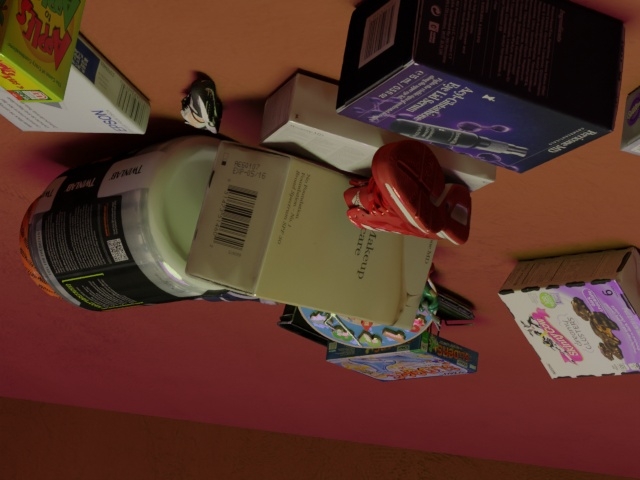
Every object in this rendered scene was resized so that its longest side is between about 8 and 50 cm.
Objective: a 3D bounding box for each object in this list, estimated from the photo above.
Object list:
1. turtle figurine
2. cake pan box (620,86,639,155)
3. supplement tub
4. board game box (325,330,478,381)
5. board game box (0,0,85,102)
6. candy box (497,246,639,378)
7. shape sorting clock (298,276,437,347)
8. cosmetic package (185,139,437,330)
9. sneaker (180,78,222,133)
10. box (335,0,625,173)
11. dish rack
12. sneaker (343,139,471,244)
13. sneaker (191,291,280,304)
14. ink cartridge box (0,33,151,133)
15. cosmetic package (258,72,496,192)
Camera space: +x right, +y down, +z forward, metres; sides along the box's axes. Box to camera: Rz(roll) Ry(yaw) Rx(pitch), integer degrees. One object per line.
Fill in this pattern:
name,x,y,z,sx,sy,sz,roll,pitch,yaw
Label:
turtle figurine,0.066,0.048,1.994,0.175,0.118,0.234,-15,138,24
cake pan box,0.439,-0.114,1.344,0.245,0.070,0.267,15,162,-10
supplement tub,-0.227,-0.014,1.813,0.193,0.194,0.316,23,158,-38
board game box,0.126,0.180,2.289,0.136,0.035,0.201,23,156,-39
board game box,-0.229,-0.212,1.180,0.043,0.181,0.092,2,162,24
candy box,0.361,0.100,1.958,0.196,0.070,0.165,-10,123,46
shape sorting clock,0.067,0.087,2.126,0.206,0.040,0.206,1,136,1
cosmetic package,0.000,0.000,1.683,0.113,0.160,0.309,15,-179,38
sneaker,-0.134,-0.145,1.597,0.043,0.040,0.109,10,163,5
box,0.141,-0.152,1.305,0.207,0.108,0.153,16,161,-20
dish rack,0.094,0.120,2.287,0.271,0.074,0.208,-6,158,40
sneaker,0.067,-0.042,1.532,0.128,0.087,0.221,0,161,25
sneaker,-0.133,0.031,2.072,0.153,0.099,0.282,6,166,4
ink cartridge box,-0.330,-0.176,1.591,0.224,0.045,0.223,3,163,21
cosmetic package,0.064,-0.108,1.572,0.239,0.060,0.099,15,165,-19
